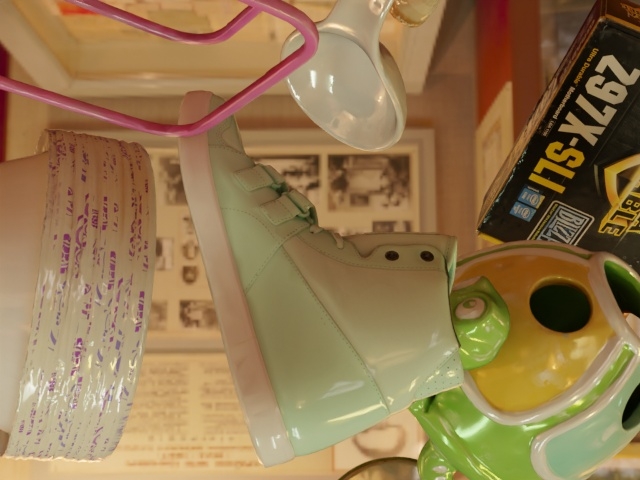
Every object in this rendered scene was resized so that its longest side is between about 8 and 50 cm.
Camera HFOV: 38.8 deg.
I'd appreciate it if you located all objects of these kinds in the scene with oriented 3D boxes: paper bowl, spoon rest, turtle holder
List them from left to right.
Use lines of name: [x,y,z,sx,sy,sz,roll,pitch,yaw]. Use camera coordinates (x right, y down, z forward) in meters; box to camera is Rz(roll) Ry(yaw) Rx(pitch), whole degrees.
paper bowl: [-0.243,0.043,0.784,0.148,0.284,0.284,9,170,-21]
spoon rest: [0.034,-0.168,0.771,0.137,0.084,0.276,37,149,7]
turtle holder: [0.183,0.096,0.857,0.227,0.243,0.320,-33,121,30]

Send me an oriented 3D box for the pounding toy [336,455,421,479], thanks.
pounding toy: [0.077,0.348,1.009,0.182,0.237,0.110,-12,-178,-8]

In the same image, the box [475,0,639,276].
box: [0.360,-0.088,1.040,0.257,0.079,0.322,24,132,1]

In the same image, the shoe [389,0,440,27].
shoe: [0.116,-0.323,0.962,0.076,0.219,0.058,20,150,-21]

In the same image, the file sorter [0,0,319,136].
file sorter: [-0.092,-0.224,0.479,0.182,0.291,0.202,15,162,-28]

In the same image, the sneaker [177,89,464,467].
sneaker: [0.000,0.001,0.570,0.151,0.256,0.094,-16,152,-7]
